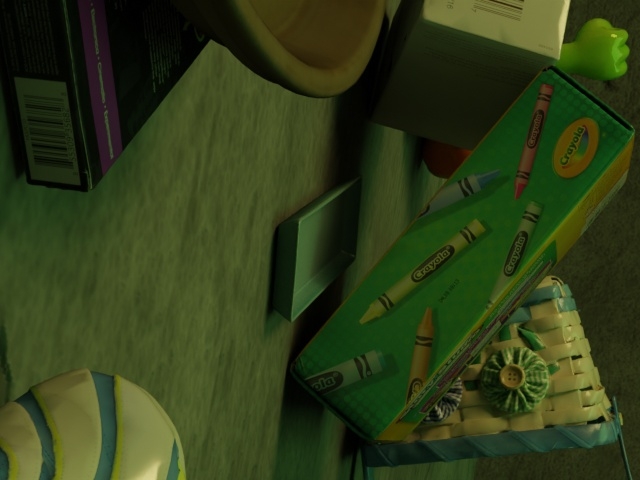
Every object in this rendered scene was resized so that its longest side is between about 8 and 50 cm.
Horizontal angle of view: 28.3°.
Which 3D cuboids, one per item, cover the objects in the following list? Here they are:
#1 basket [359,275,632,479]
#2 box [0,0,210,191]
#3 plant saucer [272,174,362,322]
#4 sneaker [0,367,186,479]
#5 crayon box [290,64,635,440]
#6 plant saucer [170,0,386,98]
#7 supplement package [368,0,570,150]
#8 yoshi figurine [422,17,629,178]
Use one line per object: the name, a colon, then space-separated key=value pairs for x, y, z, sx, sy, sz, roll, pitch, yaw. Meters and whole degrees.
basket: x=0.150 y=0.187 z=1.154 sx=0.201 sy=0.254 sz=0.289 roll=-10 pitch=88 yaw=-79
box: x=-0.070 y=-0.108 z=0.462 sx=0.162 sy=0.029 sz=0.116 roll=-63 pitch=156 yaw=-54
plant saucer: x=0.000 y=0.000 z=0.873 sx=0.192 sy=0.018 sz=0.067 roll=-38 pitch=134 yaw=-72
sneaker: x=-0.099 y=0.088 z=0.306 sx=0.240 sy=0.091 sz=0.126 roll=-65 pitch=159 yaw=-51
crayon box: x=0.109 y=0.020 z=0.929 sx=0.278 sy=0.081 sz=0.165 roll=-49 pitch=166 yaw=0
plant saucer: x=-0.027 y=-0.189 z=0.464 sx=0.278 sy=0.041 sz=0.278 roll=-5 pitch=90 yaw=-71
supplement package: x=0.112 y=-0.155 z=0.966 sx=0.179 sy=0.105 sz=0.105 roll=117 pitch=-13 yaw=-69
yoshi figurine: x=0.187 y=-0.224 z=1.233 sx=0.203 sy=0.203 sz=0.362 roll=-92 pitch=177 yaw=-49
